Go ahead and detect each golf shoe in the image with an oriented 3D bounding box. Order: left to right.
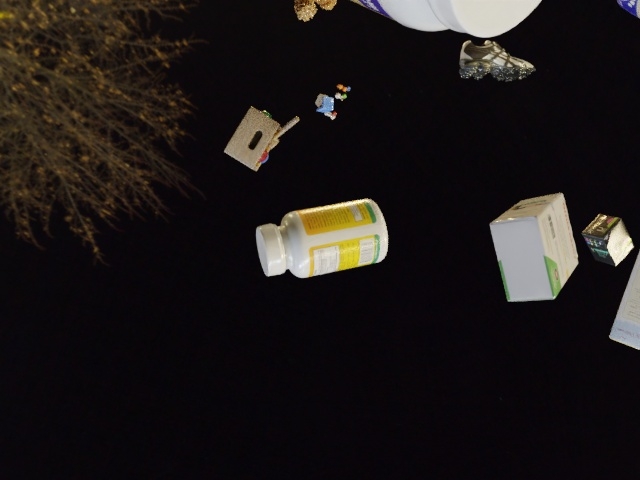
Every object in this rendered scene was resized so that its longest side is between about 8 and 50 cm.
[{"bbox_3d":[0.431,-0.440,1.281,0.198,0.077,0.093,0,-95,-17],"label":"golf shoe"}]

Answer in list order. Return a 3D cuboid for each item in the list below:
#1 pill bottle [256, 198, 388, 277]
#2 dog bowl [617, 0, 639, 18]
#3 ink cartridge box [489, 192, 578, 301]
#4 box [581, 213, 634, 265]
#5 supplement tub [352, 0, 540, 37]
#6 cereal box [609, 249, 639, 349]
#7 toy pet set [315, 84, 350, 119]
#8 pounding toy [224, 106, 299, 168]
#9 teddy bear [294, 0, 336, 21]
[{"bbox_3d":[0.000,0.000,0.920,0.209,0.117,0.117,-12,-122,-15],"label":"pill bottle"},{"bbox_3d":[0.939,-0.730,1.420,0.265,0.265,0.104,-39,-122,4],"label":"dog bowl"},{"bbox_3d":[0.543,0.011,1.329,0.117,0.278,0.201,-10,-81,38],"label":"ink cartridge box"},{"bbox_3d":[0.583,-0.001,1.074,0.062,0.083,0.052,-44,-154,-9],"label":"box"},{"bbox_3d":[0.095,-0.386,0.600,0.241,0.241,0.331,-47,-126,-1],"label":"supplement tub"},{"bbox_3d":[0.664,0.104,0.977,0.173,0.047,0.240,23,-72,37],"label":"cereal box"},{"bbox_3d":[0.047,-0.483,1.868,0.122,0.114,0.065,-60,-136,34],"label":"toy pet set"},{"bbox_3d":[-0.124,-0.222,1.139,0.100,0.130,0.141,32,-87,-5],"label":"pounding toy"},{"bbox_3d":[-0.071,-0.741,1.458,0.113,0.338,0.244,-21,-118,53],"label":"teddy bear"}]
